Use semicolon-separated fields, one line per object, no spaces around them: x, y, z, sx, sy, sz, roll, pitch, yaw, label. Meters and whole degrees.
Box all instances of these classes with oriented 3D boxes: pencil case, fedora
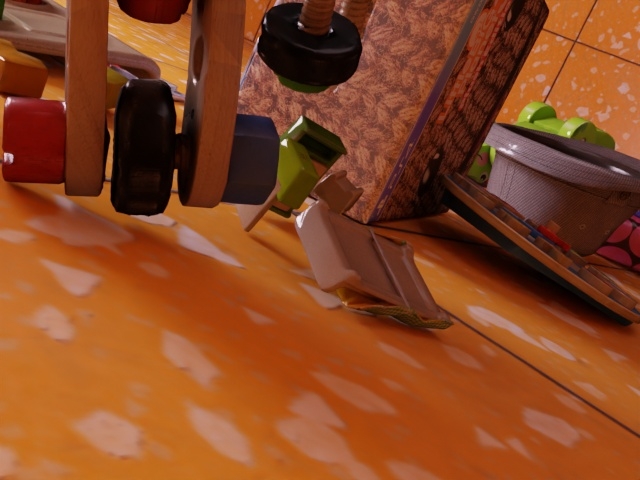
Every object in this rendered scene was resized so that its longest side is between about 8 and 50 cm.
0.425;-0.018;1.190;0.209;0.095;0.098;29;48;8;pencil case
0.316;-0.059;1.052;0.275;0.124;0.243;3;23;-40;fedora

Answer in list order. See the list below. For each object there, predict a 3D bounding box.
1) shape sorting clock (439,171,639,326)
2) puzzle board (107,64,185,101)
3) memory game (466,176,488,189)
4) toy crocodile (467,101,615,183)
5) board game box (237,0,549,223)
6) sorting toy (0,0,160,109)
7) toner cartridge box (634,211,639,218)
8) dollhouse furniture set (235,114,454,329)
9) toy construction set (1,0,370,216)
0.190;0.002;0.705;0.206;0.040;0.206;32;8;-5;shape sorting clock
-0.189;-0.162;0.767;0.128;0.011;0.096;29;13;16;puzzle board
0.223;-0.099;1.253;0.186;0.012;0.186;21;22;-9;memory game
0.305;-0.137;1.239;0.340;0.105;0.115;-12;30;-29;toy crocodile
0.072;-0.152;0.718;0.141;0.232;0.291;29;14;17;board game box
-0.233;-0.171;0.617;0.307;0.041;0.229;34;19;36;sorting toy
0.476;-0.040;1.409;0.347;0.075;0.165;17;14;-33;toner cartridge box
0.000;0.000;0.433;0.076;0.058;0.152;25;29;-39;dollhouse furniture set
-0.109;-0.183;0.355;0.308;0.237;0.257;17;42;-1;toy construction set
